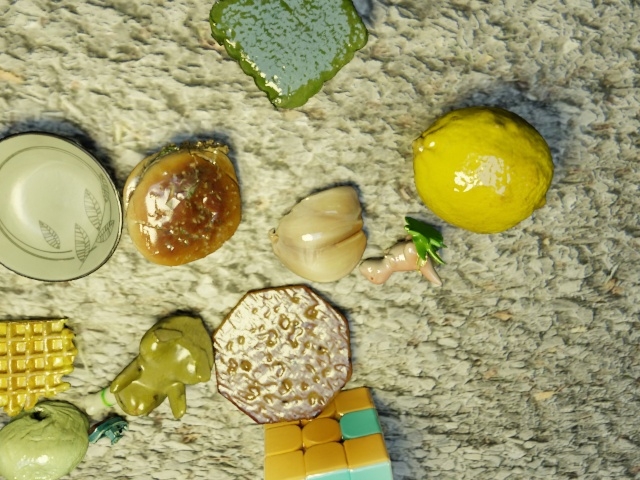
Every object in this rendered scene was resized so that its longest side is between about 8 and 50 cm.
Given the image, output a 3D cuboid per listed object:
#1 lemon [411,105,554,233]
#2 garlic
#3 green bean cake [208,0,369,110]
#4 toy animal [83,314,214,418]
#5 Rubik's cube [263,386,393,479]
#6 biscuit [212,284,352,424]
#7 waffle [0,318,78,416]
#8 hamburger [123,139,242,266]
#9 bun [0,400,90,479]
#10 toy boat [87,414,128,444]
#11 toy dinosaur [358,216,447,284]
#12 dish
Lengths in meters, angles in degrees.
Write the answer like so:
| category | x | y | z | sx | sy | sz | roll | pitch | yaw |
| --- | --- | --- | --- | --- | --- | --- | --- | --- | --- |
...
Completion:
| category | x | y | z | sx | sy | sz | roll | pitch | yaw |
| --- | --- | --- | --- | --- | --- | --- | --- | --- | --- |
| lemon | 0.340 | -0.156 | 1.113 | 0.321 | 0.268 | 0.268 | 31 | 102 | -13 |
| garlic | 0.000 | 0.000 | 1.197 | 0.227 | 0.110 | 0.217 | -17 | 113 | -2 |
| green bean cake | -0.063 | -0.416 | 1.025 | 0.247 | 0.156 | 0.250 | -42 | 108 | 5 |
| toy animal | -0.400 | 0.337 | 1.215 | 0.181 | 0.180 | 0.363 | 36 | 102 | -22 |
| Rubik's cube | 0.025 | 0.586 | 1.293 | 0.291 | 0.291 | 0.291 | -10 | 109 | -3 |
| biscuit | -0.092 | 0.280 | 1.273 | 0.358 | 0.046 | 0.360 | 0 | 93 | -3 |
| waffle | -0.676 | 0.293 | 1.192 | 0.229 | 0.057 | 0.219 | 0 | 88 | -6 |
| hamburger | -0.280 | -0.080 | 1.100 | 0.243 | 0.146 | 0.286 | 35 | 83 | -36 |
| bun | -0.639 | 0.456 | 1.203 | 0.221 | 0.221 | 0.108 | 17 | 105 | -12 |
| toy boat | -0.512 | 0.468 | 1.270 | 0.060 | 0.137 | 0.061 | -42 | 80 | -2 |
| toy dinosaur | 0.205 | 0.052 | 1.225 | 0.194 | 0.152 | 0.177 | 19 | 113 | -6 |
| dish | -0.562 | -0.075 | 1.101 | 0.316 | 0.106 | 0.317 | -1 | 106 | -5 |
